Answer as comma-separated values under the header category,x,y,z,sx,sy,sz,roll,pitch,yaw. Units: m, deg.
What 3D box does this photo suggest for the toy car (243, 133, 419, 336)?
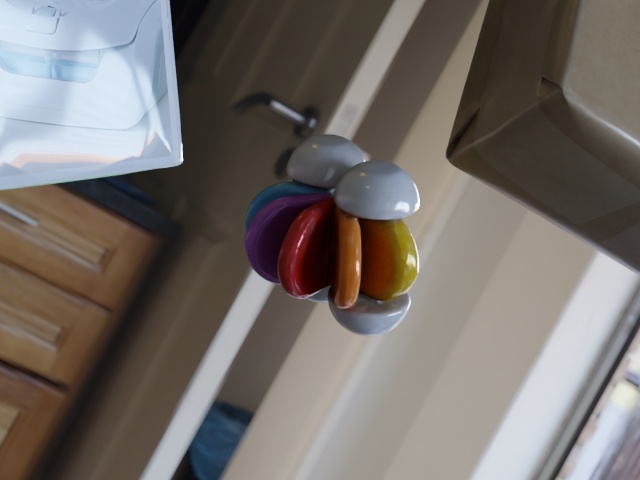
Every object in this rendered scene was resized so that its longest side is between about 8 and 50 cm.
category,x,y,z,sx,sy,sz,roll,pitch,yaw
toy car,0.000,0.000,1.068,0.136,0.159,0.182,-13,28,-30

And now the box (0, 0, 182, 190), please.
category,x,y,z,sx,sy,sz,roll,pitch,yaw
box,-0.196,-0.149,0.600,0.126,0.231,0.262,-13,14,-40

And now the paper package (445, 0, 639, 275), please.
category,x,y,z,sx,sy,sz,roll,pitch,yaw
paper package,0.319,-0.145,1.126,0.324,0.310,0.168,28,-29,-19
